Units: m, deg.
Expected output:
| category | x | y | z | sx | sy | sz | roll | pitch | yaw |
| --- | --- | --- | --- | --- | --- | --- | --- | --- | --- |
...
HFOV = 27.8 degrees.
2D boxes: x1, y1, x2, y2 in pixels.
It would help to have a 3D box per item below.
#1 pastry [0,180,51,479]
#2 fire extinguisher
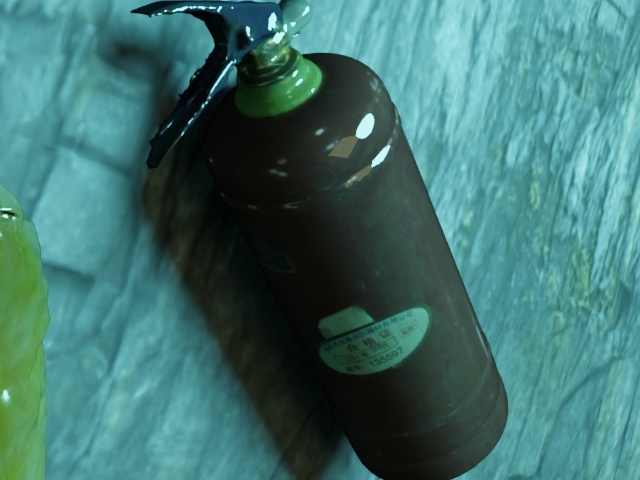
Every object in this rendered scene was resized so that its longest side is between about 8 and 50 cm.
| category | x | y | z | sx | sy | sz | roll | pitch | yaw |
| --- | --- | --- | --- | --- | --- | --- | --- | --- | --- |
| pastry | -0.226 | 0.081 | 0.389 | 0.330 | 0.136 | 0.329 | -14 | 109 | -48 |
| fire extinguisher | 0.000 | 0.000 | 0.682 | 0.138 | 0.102 | 0.344 | -51 | 133 | -29 |
